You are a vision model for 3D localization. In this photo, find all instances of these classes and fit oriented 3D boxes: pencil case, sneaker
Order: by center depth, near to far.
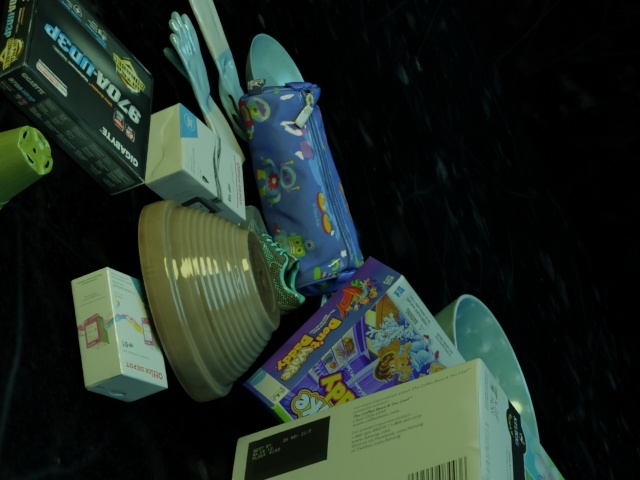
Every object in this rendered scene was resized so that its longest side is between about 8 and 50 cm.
[{"bbox_3d":[-0.063,0.028,1.820,0.065,0.076,0.166,16,56,-64],"label":"sneaker"},{"bbox_3d":[-0.024,-0.076,1.890,0.119,0.133,0.306,-13,89,-35],"label":"pencil case"}]

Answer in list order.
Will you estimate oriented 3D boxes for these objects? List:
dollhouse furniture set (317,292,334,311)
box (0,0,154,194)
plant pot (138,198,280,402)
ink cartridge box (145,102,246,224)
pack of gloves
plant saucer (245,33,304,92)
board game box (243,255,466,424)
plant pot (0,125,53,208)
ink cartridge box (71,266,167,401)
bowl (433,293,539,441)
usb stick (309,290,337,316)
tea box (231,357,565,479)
[{"bbox_3d":[0.031,0.142,1.901,0.076,0.058,0.151,23,64,-26],"label":"dollhouse furniture set"},{"bbox_3d":[-0.275,-0.183,1.553,0.220,0.051,0.175,48,30,-42],"label":"box"},{"bbox_3d":[-0.115,0.057,1.563,0.237,0.110,0.237,-16,90,-83],"label":"plant pot"},{"bbox_3d":[-0.149,-0.081,1.739,0.180,0.060,0.104,41,35,-49],"label":"ink cartridge box"},{"bbox_3d":[-0.158,-0.217,1.886,0.195,0.046,0.232,-66,139,-66],"label":"pack of gloves"},{"bbox_3d":[-0.068,-0.216,2.072,0.195,0.037,0.195,47,32,-42],"label":"plant saucer"},{"bbox_3d":[0.088,0.223,1.800,0.078,0.233,0.347,31,-17,53],"label":"board game box"},{"bbox_3d":[-0.309,-0.075,1.347,0.083,0.079,0.083,50,29,-41],"label":"plant pot"},{"bbox_3d":[-0.212,0.101,1.449,0.088,0.052,0.122,29,46,-59],"label":"ink cartridge box"},{"bbox_3d":[0.204,0.254,2.118,0.311,0.163,0.311,48,31,-42],"label":"bowl"},{"bbox_3d":[0.000,0.000,2.031,0.077,0.045,0.278,27,46,-47],"label":"usb stick"},{"bbox_3d":[0.109,0.357,1.595,0.323,0.329,0.220,52,27,-34],"label":"tea box"}]
